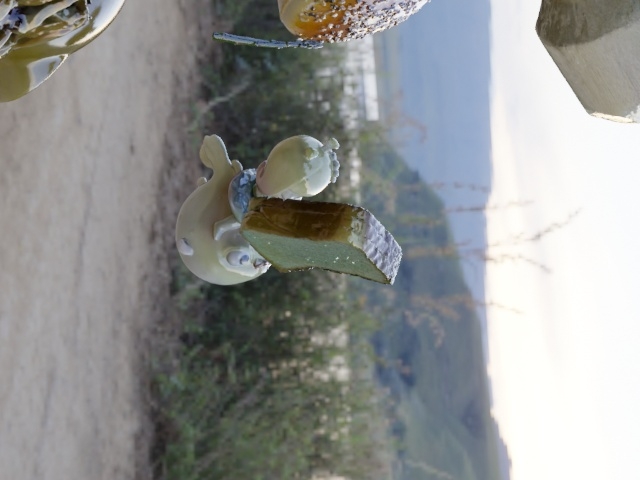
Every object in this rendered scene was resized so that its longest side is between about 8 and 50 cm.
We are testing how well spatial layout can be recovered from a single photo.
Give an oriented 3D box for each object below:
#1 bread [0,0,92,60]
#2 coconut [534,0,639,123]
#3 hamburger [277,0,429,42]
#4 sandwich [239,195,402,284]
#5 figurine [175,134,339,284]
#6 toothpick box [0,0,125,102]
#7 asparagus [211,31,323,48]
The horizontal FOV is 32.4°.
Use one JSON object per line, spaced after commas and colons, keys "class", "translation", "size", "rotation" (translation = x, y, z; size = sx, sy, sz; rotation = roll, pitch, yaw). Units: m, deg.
{"class": "bread", "translation": [-0.420, -0.321, 1.391], "size": [0.167, 0.324, 0.277], "rotation": [56, 5, -40]}
{"class": "coconut", "translation": [0.412, -0.264, 1.388], "size": [0.266, 0.237, 0.237], "rotation": [50, 25, -32]}
{"class": "hamburger", "translation": [0.065, -0.436, 1.819], "size": [0.300, 0.300, 0.176], "rotation": [55, 11, -81]}
{"class": "sandwich", "translation": [0.000, 0.000, 1.667], "size": [0.186, 0.214, 0.065], "rotation": [47, 54, -59]}
{"class": "figurine", "translation": [-0.124, -0.092, 2.018], "size": [0.226, 0.394, 0.275], "rotation": [-24, 82, -49]}
{"class": "toothpick box", "translation": [-0.492, -0.476, 1.690], "size": [0.409, 0.408, 0.425], "rotation": [-88, 166, -51]}
{"class": "asparagus", "translation": [-0.070, -0.274, 1.518], "size": [0.016, 0.162, 0.016], "rotation": [126, -40, -58]}
